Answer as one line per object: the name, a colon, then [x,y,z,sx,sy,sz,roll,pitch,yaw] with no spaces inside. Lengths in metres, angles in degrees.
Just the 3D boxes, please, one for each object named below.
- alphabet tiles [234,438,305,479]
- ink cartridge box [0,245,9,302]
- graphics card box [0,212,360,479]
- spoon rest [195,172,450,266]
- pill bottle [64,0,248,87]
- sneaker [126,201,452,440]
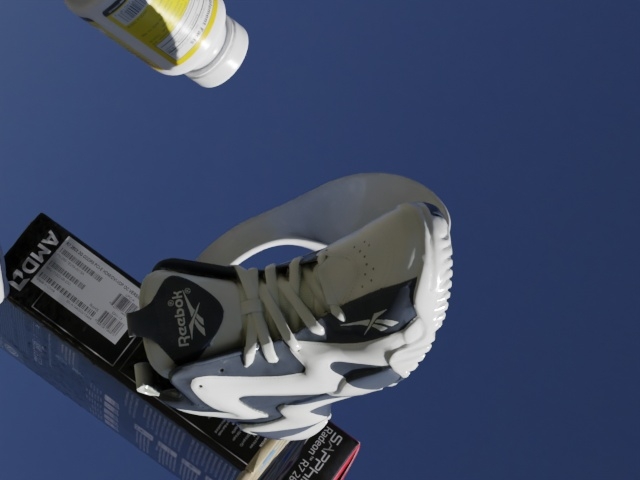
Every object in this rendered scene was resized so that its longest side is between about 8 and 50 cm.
alphabet tiles: [-0.103,0.259,1.382,0.342,0.011,0.285,-51,172,-26]
ink cartridge box: [-0.343,-0.167,1.317,0.285,0.166,0.395,-113,-166,-58]
graphics card box: [-0.145,0.143,1.777,0.094,0.371,0.233,-54,174,-18]
spoon rest: [0.000,0.000,1.845,0.137,0.276,0.084,52,-27,39]
pill bottle: [-0.101,-0.145,1.187,0.065,0.116,0.065,-24,-131,32]
sneaker: [-0.033,0.045,1.138,0.235,0.153,0.094,-39,-130,51]
